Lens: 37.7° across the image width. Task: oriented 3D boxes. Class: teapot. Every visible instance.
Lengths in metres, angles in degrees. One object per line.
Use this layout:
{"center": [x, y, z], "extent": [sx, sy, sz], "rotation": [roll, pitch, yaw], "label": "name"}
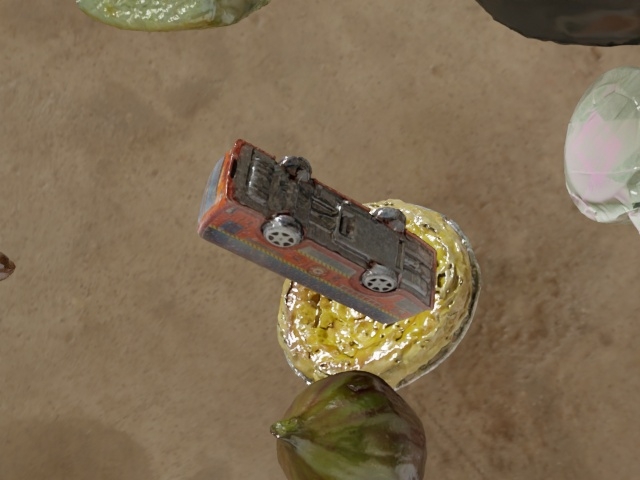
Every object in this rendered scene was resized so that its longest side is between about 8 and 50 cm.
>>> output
{"center": [0.376, -0.081, 0.963], "extent": [0.178, 0.221, 0.163], "rotation": [4, 114, -21], "label": "teapot"}

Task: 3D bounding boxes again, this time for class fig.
{"center": [0.011, 0.141, 0.663], "extent": [0.155, 0.109, 0.103], "rotation": [28, 91, -45], "label": "fig"}

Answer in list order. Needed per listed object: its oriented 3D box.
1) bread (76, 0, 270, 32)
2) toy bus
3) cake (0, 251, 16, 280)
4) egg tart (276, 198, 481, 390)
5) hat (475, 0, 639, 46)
{"center": [-0.056, -0.176, 0.472], "extent": [0.110, 0.156, 0.103], "rotation": [24, 32, 14], "label": "bread"}
{"center": [0.000, 0.000, 0.686], "extent": [0.192, 0.077, 0.065], "rotation": [27, 52, -27], "label": "toy bus"}
{"center": [-0.386, -0.019, 0.621], "extent": [0.282, 0.255, 0.290], "rotation": [14, 39, -44], "label": "cake"}
{"center": [0.063, 0.066, 1.004], "extent": [0.094, 0.234, 0.234], "rotation": [47, 49, -49], "label": "egg tart"}
{"center": [0.305, -0.316, 0.858], "extent": [0.382, 0.366, 0.257], "rotation": [30, 87, 31], "label": "hat"}
